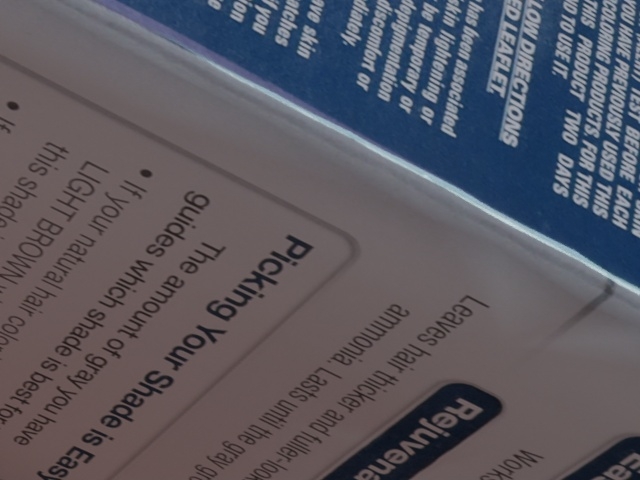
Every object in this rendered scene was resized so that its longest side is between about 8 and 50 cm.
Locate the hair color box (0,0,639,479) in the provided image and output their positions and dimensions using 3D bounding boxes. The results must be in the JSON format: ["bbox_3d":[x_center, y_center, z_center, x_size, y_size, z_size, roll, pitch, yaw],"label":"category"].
[{"bbox_3d":[0.000,0.000,0.424,0.347,0.174,0.105,28,50,-17],"label":"hair color box"}]
